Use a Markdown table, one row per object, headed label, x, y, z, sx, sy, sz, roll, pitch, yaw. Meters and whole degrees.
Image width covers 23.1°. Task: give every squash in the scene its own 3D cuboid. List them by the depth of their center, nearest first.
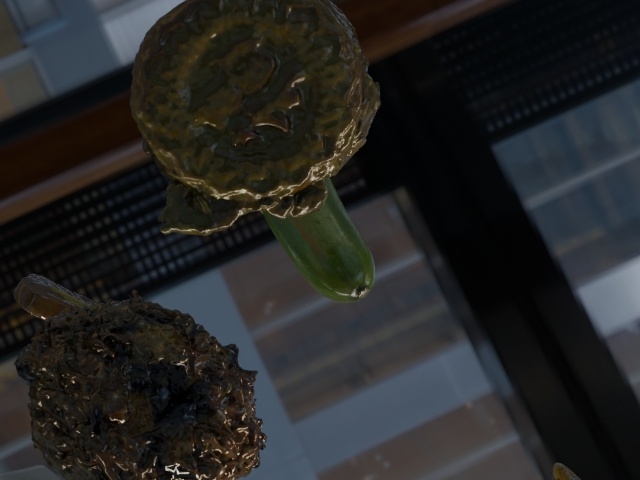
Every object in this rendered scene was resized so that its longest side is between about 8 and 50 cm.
| label | x | y | z | sx | sy | sz | roll | pitch | yaw |
| --- | --- | --- | --- | --- | --- | --- | --- | --- | --- |
| squash | 0.000 | 0.000 | 1.801 | 0.095 | 0.188 | 0.095 | -17 | 140 | -15 |

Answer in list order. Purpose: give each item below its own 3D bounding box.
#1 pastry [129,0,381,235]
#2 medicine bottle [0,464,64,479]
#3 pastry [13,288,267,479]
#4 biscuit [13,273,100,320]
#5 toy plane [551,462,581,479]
| label | x | y | z | sx | sy | sz | roll | pitch | yaw |
| --- | --- | --- | --- | --- | --- | --- | --- | --- | --- |
| pastry | -0.062 | -0.138 | 1.531 | 0.240 | 0.235 | 0.132 | -11 | -170 | -3 |
| medicine bottle | -0.300 | 0.390 | 1.844 | 0.124 | 0.179 | 0.324 | -6 | -165 | -34 |
| pastry | -0.191 | 0.179 | 1.582 | 0.275 | 0.275 | 0.193 | -21 | -147 | 51 |
| biscuit | -0.227 | 0.125 | 1.855 | 0.044 | 0.186 | 0.295 | -51 | 141 | 9 |
| toy plane | 0.274 | 0.330 | 1.421 | 0.103 | 0.316 | 0.204 | -30 | -164 | 33 |
